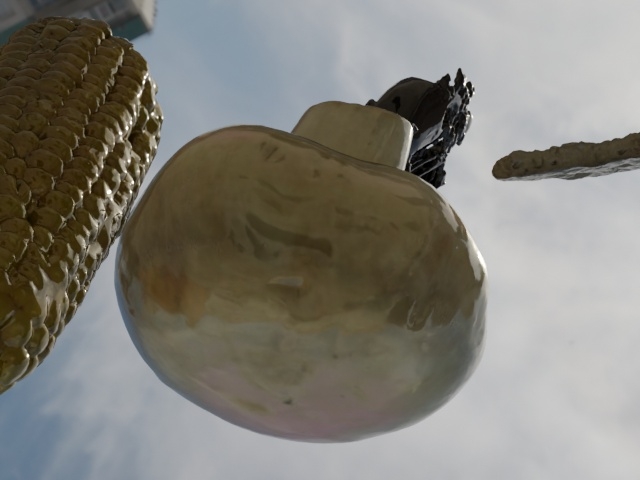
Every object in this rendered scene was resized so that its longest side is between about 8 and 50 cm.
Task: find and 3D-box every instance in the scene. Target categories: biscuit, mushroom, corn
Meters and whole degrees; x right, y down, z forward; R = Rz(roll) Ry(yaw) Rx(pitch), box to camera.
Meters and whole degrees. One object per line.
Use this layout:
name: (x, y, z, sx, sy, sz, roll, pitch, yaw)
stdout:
biscuit: (0.309, -0.089, 1.163, 0.250, 0.032, 0.133, -10, 174, 19)
mushroom: (-0.014, 0.019, 1.063, 0.353, 0.325, 0.353, -6, -101, 29)
corn: (-0.131, -0.021, 0.500, 0.097, 0.097, 0.261, -15, -146, 17)

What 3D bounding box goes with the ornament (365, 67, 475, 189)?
ornament: (0.111, -0.098, 1.486, 0.106, 0.251, 0.260, 23, -150, 29)
